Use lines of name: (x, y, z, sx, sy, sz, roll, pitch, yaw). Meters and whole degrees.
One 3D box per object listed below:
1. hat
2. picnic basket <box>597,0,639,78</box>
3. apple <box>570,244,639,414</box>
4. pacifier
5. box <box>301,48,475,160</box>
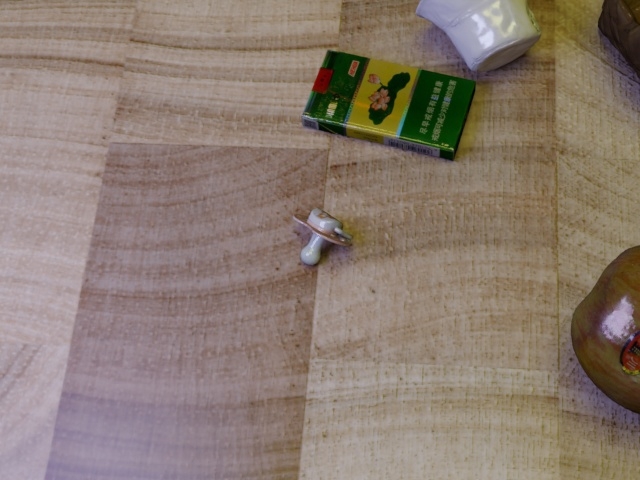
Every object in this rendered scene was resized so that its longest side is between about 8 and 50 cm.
hat: (0.250, -0.328, 1.750, 0.203, 0.203, 0.126, -21, 81, -7)
picnic basket: (0.562, -0.341, 1.638, 0.293, 0.337, 0.337, -28, 64, -10)
apple: (0.417, 0.113, 1.473, 0.188, 0.211, 0.211, 35, 70, 20)
pacifier: (0.000, 0.000, 1.652, 0.099, 0.081, 0.078, 33, 102, 45)
box: (0.102, -0.205, 1.760, 0.235, 0.034, 0.132, 14, 65, 11)
